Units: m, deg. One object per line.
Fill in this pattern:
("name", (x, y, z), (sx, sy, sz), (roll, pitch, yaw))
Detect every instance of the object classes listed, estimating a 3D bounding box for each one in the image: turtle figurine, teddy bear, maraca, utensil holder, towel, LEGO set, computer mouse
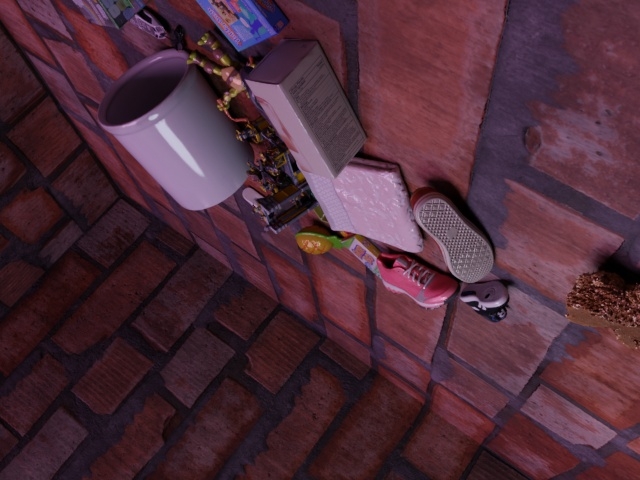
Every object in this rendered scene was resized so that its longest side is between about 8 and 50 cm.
("turtle figurine", (-0.224, -0.443, 1.680), (0.217, 0.087, 0.269), (39, 144, -12))
("teddy bear", (0.682, 0.150, 1.321), (0.337, 0.113, 0.245), (11, 154, 42))
("maraca", (0.000, 0.000, 2.285), (0.185, 0.099, 0.127), (6, 161, 17))
("utensil holder", (-0.426, -0.325, 1.975), (0.327, 0.328, 0.385), (22, 156, 42))
("towel", (0.114, -0.106, 1.793), (0.316, 0.053, 0.332), (15, 151, 32))
("LEGO set", (-0.158, -0.182, 1.883), (0.255, 0.192, 0.331), (45, 160, 32))
("computer mouse", (-0.463, -0.608, 1.830), (0.193, 0.042, 0.106), (32, 166, 4))

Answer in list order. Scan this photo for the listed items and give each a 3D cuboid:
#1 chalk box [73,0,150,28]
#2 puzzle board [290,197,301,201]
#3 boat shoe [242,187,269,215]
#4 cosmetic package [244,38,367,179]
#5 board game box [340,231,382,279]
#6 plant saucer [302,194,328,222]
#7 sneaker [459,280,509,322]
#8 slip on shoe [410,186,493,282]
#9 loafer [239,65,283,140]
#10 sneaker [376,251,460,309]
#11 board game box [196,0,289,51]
("chalk box", (-0.562, -0.665, 1.742), (0.213, 0.132, 0.132), (23, 155, 39))
("puzzle board", (-0.106, -0.169, 2.219), (0.096, 0.011, 0.128), (25, 156, 41))
("boat shoe", (-0.219, -0.129, 2.459), (0.184, 0.066, 0.063), (33, 175, 12))
("cosmetic package", (-0.027, -0.304, 1.520), (0.129, 0.153, 0.296), (21, 153, 42))
("board game box", (0.173, 0.057, 2.179), (0.259, 0.039, 0.124), (45, 161, -8))
("plant saucer", (0.030, -0.120, 2.013), (0.188, 0.045, 0.188), (19, 153, 47))
("sneaker", (0.486, 0.175, 1.790), (0.121, 0.079, 0.217), (40, 170, -11))
("slip on shoe", (0.329, -0.015, 1.610), (0.331, 0.123, 0.101), (45, -166, -32))
("loafer", (-0.107, -0.343, 1.642), (0.095, 0.109, 0.302), (48, -177, 28))
("sneaker", (0.279, 0.112, 1.969), (0.313, 0.116, 0.136), (15, 147, 51))
("board game box", (-0.181, -0.522, 1.468), (0.160, 0.047, 0.210), (48, 160, -25))
